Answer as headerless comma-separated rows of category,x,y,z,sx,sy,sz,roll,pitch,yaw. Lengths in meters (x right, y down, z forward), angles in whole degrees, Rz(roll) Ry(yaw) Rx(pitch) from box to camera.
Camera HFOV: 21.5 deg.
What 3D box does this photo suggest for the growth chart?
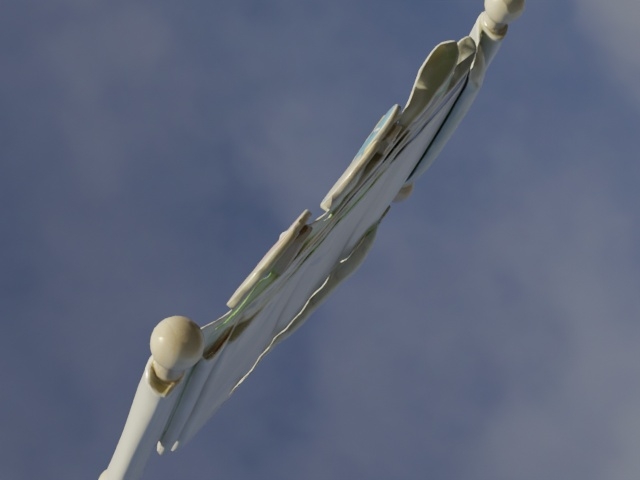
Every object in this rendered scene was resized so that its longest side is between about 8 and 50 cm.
growth chart,0.000,0.000,0.604,0.021,0.172,0.237,38,-128,6
